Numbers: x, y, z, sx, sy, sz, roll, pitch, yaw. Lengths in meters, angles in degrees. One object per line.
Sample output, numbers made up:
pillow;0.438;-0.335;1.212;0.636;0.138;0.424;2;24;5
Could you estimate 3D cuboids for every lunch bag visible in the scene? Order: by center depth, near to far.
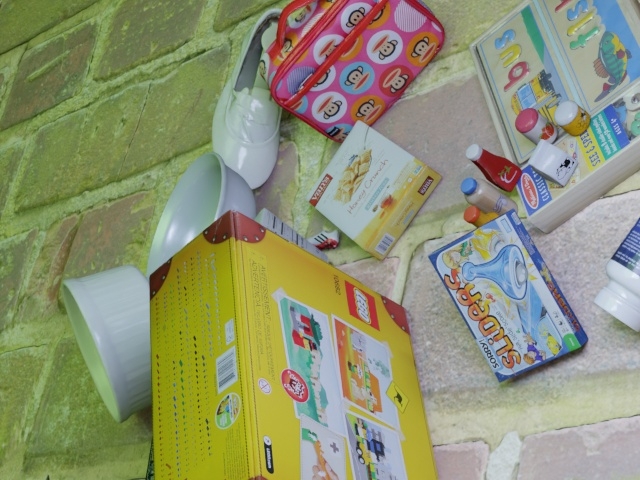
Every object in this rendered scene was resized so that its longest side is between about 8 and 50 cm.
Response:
lunch bag;0.041;-0.335;2.115;0.293;0.258;0.120;-47;37;16

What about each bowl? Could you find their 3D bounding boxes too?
bowl;-0.196;-0.003;2.243;0.298;0.134;0.298;-44;34;42

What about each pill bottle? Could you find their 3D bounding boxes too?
pill bottle;0.419;0.027;1.540;0.169;0.094;0.094;-56;36;4

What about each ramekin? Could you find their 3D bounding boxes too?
ramekin;-0.355;0.178;2.216;0.135;0.277;0.277;-21;32;-17

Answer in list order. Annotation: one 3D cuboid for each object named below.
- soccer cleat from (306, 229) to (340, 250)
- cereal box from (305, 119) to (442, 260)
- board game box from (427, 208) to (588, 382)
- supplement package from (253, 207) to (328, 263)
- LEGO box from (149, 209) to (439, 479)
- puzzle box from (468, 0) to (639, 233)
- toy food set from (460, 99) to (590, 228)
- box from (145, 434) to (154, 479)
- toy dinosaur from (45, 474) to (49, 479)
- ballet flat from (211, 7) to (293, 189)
soccer cleat;0.000;0.000;2.122;0.083;0.029;0.036;-10;49;43
cereal box;0.083;-0.089;2.066;0.173;0.047;0.240;-56;36;4
board game box;0.250;0.076;1.649;0.136;0.035;0.201;-31;89;34
supplement package;-0.121;0.109;2.027;0.262;0.145;0.204;-51;10;12
LEGO box;-0.031;0.257;1.677;0.193;0.372;0.500;-37;40;28
puzzle box;0.374;-0.236;1.822;0.272;0.052;0.409;-39;40;27
toy food set;0.272;-0.108;1.716;0.232;0.104;0.111;-60;35;0
box;-0.229;0.402;2.090;0.184;0.045;0.191;-24;48;42
toy dinosaur;-0.495;0.538;2.212;0.121;0.160;0.313;-34;43;30
ballet flat;-0.122;-0.290;2.369;0.139;0.139;0.400;-21;47;41
